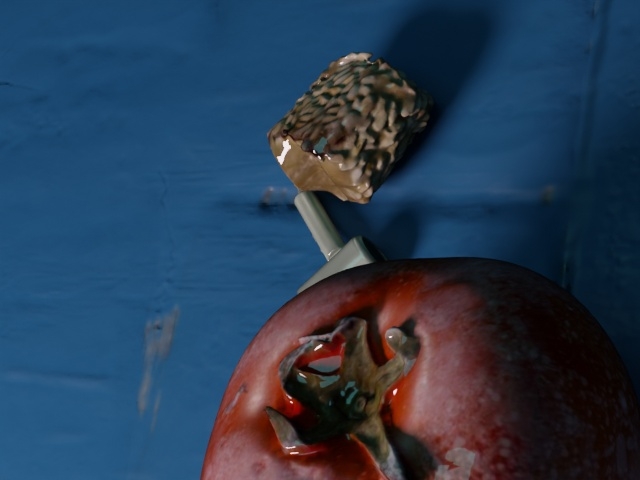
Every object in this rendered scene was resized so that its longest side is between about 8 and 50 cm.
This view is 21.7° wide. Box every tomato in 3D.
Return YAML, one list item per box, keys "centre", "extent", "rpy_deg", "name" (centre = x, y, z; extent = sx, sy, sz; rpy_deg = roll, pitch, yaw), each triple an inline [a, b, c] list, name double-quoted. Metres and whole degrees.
- centre: [0.064, 0.146, 0.981]
  extent: [0.270, 0.227, 0.270]
  rpy_deg: [-22, 41, 20]
  name: "tomato"

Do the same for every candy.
- centre: [0.023, -0.081, 1.194]
  extent: [0.095, 0.085, 0.110]
  rpy_deg: [25, 76, 44]
  name: "candy"

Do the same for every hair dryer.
- centre: [0.000, 0.000, 1.208]
  extent: [0.063, 0.038, 0.124]
  rpy_deg: [-42, 48, 13]
  name: "hair dryer"
